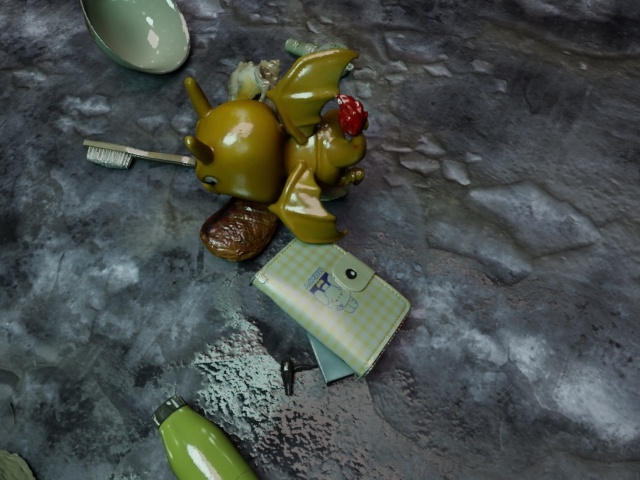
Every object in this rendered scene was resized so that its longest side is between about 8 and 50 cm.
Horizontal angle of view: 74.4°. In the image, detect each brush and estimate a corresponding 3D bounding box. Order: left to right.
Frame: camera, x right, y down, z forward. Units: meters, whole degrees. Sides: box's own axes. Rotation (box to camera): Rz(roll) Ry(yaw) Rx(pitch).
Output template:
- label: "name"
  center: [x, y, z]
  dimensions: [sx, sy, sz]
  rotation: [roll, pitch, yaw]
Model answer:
- label: "brush"
  center: [-0.506, -0.223, 1.179]
  dimensions: [0.328, 0.070, 0.065]
  rotation: [9, 81, 4]

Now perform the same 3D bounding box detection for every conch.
- label: "conch"
  center: [-0.168, -0.342, 1.152]
  dimensions: [0.186, 0.263, 0.323]
  rotation: [10, 98, -18]

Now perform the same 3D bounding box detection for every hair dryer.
- label: "hair dryer"
  center: [-0.045, 0.293, 0.924]
  dimensions: [0.083, 0.031, 0.078]
  rotation: [-5, 73, -11]

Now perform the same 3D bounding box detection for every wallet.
- label: "wallet"
  center: [0.031, 0.122, 0.936]
  dimensions: [0.309, 0.077, 0.223]
  rotation: [40, 63, 8]

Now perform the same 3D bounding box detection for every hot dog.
- label: "hot dog"
  center: [-0.196, -0.046, 1.057]
  dimensions: [0.161, 0.099, 0.227]
  rotation: [34, 66, 17]

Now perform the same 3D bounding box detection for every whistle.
- label: "whistle"
  center: [-0.002, -0.589, 1.357]
  dimensions: [0.258, 0.067, 0.126]
  rotation: [29, 79, 20]

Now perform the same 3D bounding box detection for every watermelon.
- label: "watermelon"
  center: [0.002, -0.174, 1.130]
  dimensions: [0.193, 0.137, 0.145]
  rotation: [-42, 104, -19]

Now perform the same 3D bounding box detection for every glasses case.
- label: "glasses case"
  center: [-0.002, 0.192, 0.966]
  dimensions: [0.105, 0.056, 0.266]
  rotation: [-8, 60, -31]

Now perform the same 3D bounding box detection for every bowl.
- label: "bowl"
  center: [-0.596, -0.658, 1.317]
  dimensions: [0.158, 0.337, 0.337]
  rotation: [-12, 54, 40]

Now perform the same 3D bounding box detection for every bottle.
- label: "bottle"
  center: [-0.226, 0.417, 0.812]
  dimensions: [0.112, 0.112, 0.260]
  rotation: [-41, 69, -18]

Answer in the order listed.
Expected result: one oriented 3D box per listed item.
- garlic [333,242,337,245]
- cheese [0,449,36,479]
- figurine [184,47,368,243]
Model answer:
- label: "garlic"
  center: [0.004, 0.000, 1.057]
  dimensions: [0.084, 0.066, 0.152]
  rotation: [-48, 67, 9]
- label: "cheese"
  center: [-0.661, 0.546, 0.731]
  dimensions: [0.292, 0.153, 0.332]
  rotation: [-34, 66, -16]
- label: "figurine"
  center: [-0.082, -0.220, 0.920]
  dimensions: [0.388, 0.400, 0.268]
  rotation: [-1, 36, -8]
